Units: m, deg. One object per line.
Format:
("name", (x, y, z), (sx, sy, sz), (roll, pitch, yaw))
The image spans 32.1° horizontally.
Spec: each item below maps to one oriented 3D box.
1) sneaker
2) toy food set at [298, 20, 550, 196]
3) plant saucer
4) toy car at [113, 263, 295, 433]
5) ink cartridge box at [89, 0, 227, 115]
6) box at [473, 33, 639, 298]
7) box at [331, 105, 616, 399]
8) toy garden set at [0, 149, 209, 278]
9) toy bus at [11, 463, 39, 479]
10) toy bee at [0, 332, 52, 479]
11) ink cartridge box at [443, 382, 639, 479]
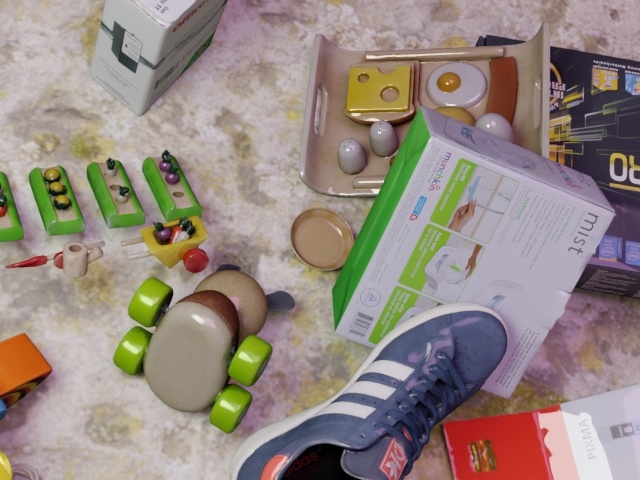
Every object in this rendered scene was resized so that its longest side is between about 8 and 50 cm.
("sneaker", (0.073, 0.204, 1.180), (0.350, 0.148, 0.131), (-37, 115, -5))
("toy food set", (0.132, -0.173, 1.393), (0.306, 0.092, 0.220), (0, 65, 11))
("plant saucer", (0.000, 0.000, 1.374), (0.083, 0.015, 0.084), (7, 67, -16))
("toy car", (-0.112, 0.092, 1.253), (0.155, 0.149, 0.188), (30, 37, 8))
("ink cartridge box", (-0.184, -0.266, 1.311), (0.087, 0.208, 0.153), (39, 61, 0))
("box", (0.379, -0.089, 1.467), (0.394, 0.097, 0.318), (10, 68, -4))
("box", (0.168, 0.017, 1.279), (0.231, 0.262, 0.127), (20, 22, -10))
("toy garden set", (-0.248, -0.033, 1.228), (0.244, 0.049, 0.204), (-8, 40, -22))
("toy bus", (-0.299, 0.323, 1.063), (0.202, 0.104, 0.191), (36, 65, 17))
("toy bee", (-0.397, 0.166, 1.072), (0.162, 0.298, 0.195), (-39, 63, 14))
("ink cartridge box", (0.363, 0.331, 1.321), (0.384, 0.091, 0.308), (-3, 70, -21))
